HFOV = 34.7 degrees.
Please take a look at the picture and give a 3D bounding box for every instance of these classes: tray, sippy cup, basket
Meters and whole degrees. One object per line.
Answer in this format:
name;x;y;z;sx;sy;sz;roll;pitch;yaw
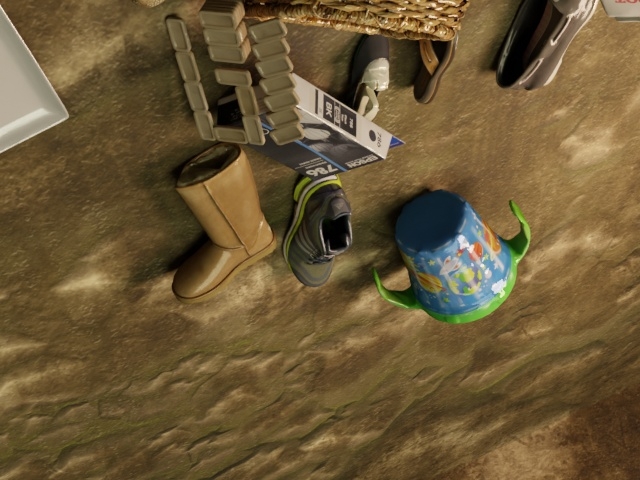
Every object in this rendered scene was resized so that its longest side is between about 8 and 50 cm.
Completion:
tray;-0.473;-0.235;1.436;0.145;0.030;0.270;-29;144;-5
sippy cup;0.268;0.020;2.145;0.305;0.240;0.224;-52;136;-14
basket;0.068;-0.359;1.528;0.299;0.213;0.223;0;133;-36

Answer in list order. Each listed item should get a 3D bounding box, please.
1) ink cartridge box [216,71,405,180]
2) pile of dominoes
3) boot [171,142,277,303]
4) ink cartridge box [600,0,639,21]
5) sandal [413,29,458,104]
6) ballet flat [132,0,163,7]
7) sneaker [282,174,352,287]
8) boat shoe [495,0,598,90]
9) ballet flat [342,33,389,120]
ink cartridge box;-0.008;-0.178;1.754;0.165;0.065;0.332;-15;156;36
pile of dominoes;-0.120;-0.254;1.572;0.196;0.040;0.251;9;138;20
boot;-0.207;-0.029;1.839;0.236;0.089;0.269;-37;146;-10
ink cartridge box;0.530;-0.522;1.542;0.385;0.279;0.160;51;60;-43
sandal;0.192;-0.332;1.785;0.060;0.090;0.219;7;141;-13
ballet flat;-0.186;-0.397;1.409;0.206;0.073;0.067;-41;175;10
sneaker;0.000;0.000;1.987;0.111;0.121;0.300;-18;142;-18
boat shoe;0.404;-0.396;1.822;0.095;0.112;0.335;-18;146;-26
ballet flat;0.085;-0.266;1.777;0.074;0.074;0.203;-7;138;-30
